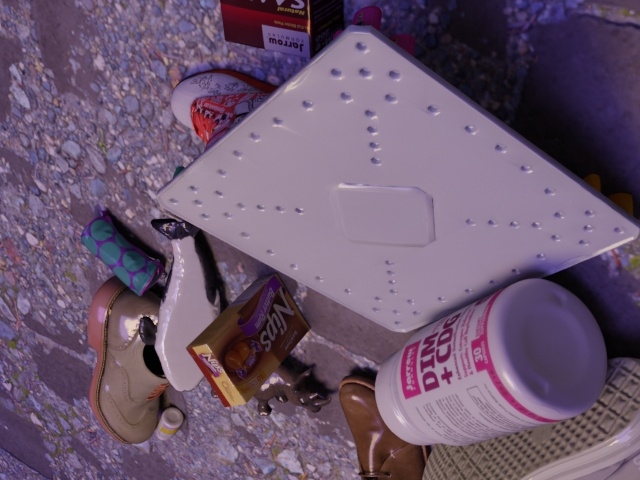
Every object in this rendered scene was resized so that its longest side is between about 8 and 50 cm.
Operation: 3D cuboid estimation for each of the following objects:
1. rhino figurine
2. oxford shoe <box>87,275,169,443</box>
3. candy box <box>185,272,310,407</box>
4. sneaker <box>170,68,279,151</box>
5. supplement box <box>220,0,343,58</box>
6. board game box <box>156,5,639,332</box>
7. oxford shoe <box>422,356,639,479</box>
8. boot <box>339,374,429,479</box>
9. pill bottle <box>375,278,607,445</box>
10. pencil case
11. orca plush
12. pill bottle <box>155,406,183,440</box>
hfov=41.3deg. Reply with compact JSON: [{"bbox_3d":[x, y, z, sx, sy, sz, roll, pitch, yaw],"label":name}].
[{"bbox_3d":[-0.088,0.233,1.396,0.243,0.073,0.106,11,131,31],"label":"rhino figurine"},{"bbox_3d":[-0.329,0.251,1.554,0.147,0.140,0.396,20,133,20],"label":"oxford shoe"},{"bbox_3d":[-0.102,0.144,1.250,0.053,0.187,0.109,-18,109,42],"label":"candy box"},{"bbox_3d":[-0.121,-0.143,1.073,0.270,0.145,0.090,15,129,30],"label":"sneaker"},{"bbox_3d":[-0.049,-0.330,0.926,0.130,0.073,0.239,18,132,27],"label":"supplement box"},{"bbox_3d":[0.074,-0.045,0.945,0.390,0.050,0.390,30,144,-25],"label":"board game box"},{"bbox_3d":[0.286,0.278,1.084,0.130,0.169,0.449,28,142,-19],"label":"oxford shoe"},{"bbox_3d":[0.101,0.348,1.304,0.112,0.115,0.305,-10,114,45],"label":"boot"},{"bbox_3d":[0.194,0.163,1.041,0.160,0.160,0.283,48,145,-2],"label":"pill bottle"},{"bbox_3d":[-0.333,0.023,1.432,0.152,0.064,0.070,40,99,8],"label":"pencil case"},{"bbox_3d":[-0.231,0.096,1.384,0.102,0.151,0.287,-136,31,-67],"label":"orca plush"},{"bbox_3d":[-0.304,0.369,1.692,0.043,0.043,0.083,40,138,6],"label":"pill bottle"}]
